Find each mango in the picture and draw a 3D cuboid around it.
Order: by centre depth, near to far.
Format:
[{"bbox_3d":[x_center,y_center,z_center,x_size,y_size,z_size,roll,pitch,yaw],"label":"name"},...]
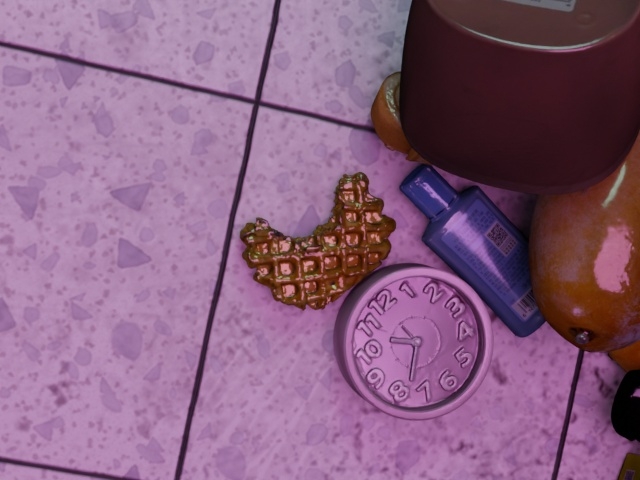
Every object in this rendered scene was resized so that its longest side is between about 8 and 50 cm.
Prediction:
[{"bbox_3d":[0.369,-0.043,1.401,0.221,0.199,0.383,38,56,-36],"label":"mango"}]

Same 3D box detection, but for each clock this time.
[{"bbox_3d":[0.118,0.128,1.448,0.197,0.068,0.196,0,93,-10],"label":"clock"}]

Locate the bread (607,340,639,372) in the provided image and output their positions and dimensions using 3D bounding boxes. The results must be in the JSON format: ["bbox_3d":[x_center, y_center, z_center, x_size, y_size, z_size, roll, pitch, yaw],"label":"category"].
[{"bbox_3d":[0.487,0.075,1.482,0.260,0.134,0.129,-40,100,-6],"label":"bread"}]

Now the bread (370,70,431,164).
[{"bbox_3d":[0.143,-0.154,1.417,0.149,0.073,0.122,-1,66,-12],"label":"bread"}]

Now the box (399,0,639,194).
[{"bbox_3d":[0.236,-0.223,1.272,0.301,0.216,0.300,-1,57,2],"label":"box"}]

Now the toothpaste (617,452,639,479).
[{"bbox_3d":[0.490,0.327,1.399,0.110,0.327,0.077,25,79,-9],"label":"toothpaste"}]

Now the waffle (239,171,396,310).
[{"bbox_3d":[0.000,0.001,1.428,0.194,0.051,0.149,-38,100,-6],"label":"waffle"}]

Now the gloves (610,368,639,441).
[{"bbox_3d":[0.489,0.231,1.480,0.204,0.164,0.124,17,68,5],"label":"gloves"}]

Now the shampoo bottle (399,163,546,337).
[{"bbox_3d":[0.207,0.004,1.462,0.258,0.061,0.104,45,84,-10],"label":"shampoo bottle"}]
